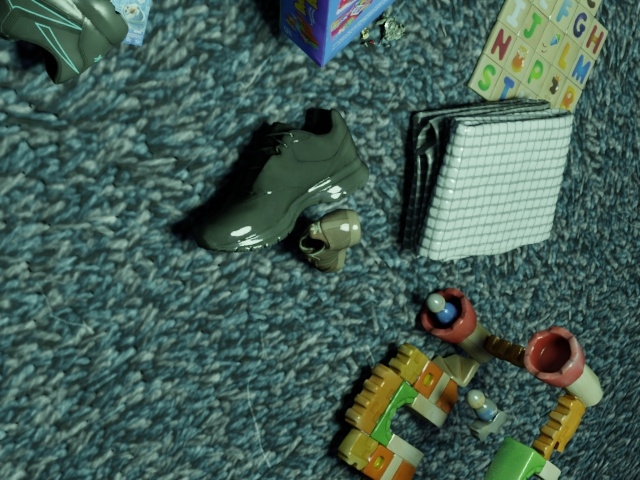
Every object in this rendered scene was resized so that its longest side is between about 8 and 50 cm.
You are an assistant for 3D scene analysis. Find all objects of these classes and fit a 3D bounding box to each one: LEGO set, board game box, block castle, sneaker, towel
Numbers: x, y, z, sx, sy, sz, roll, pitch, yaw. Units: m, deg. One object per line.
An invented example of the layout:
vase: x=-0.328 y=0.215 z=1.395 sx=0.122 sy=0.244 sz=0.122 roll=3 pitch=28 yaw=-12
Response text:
LEGO set: x=0.093 y=-0.294 z=1.511 sx=0.083 sy=0.023 sz=0.054 roll=-38 pitch=129 yaw=-27
board game box: x=-0.234 y=-0.272 z=1.212 sx=0.090 sy=0.020 sz=0.090 roll=4 pitch=103 yaw=-44
block castle: x=0.197 y=0.313 z=1.660 sx=0.213 sy=0.303 sz=0.453 roll=41 pitch=77 yaw=-44
sneaker: x=-0.313 y=-0.266 z=1.084 sx=0.106 sy=0.101 sz=0.267 roll=-46 pitch=126 yaw=-1
sneaker: x=0.000 y=0.000 z=1.474 sx=0.071 sy=0.188 sz=0.066 roll=-6 pitch=72 yaw=-14
sneaker: x=-0.062 y=-0.081 z=1.411 sx=0.286 sy=0.109 sz=0.130 roll=-36 pitch=119 yaw=-36
towel: x=0.254 y=-0.097 z=1.678 sx=0.284 sy=0.121 sz=0.235 roll=-10 pitch=120 yaw=-36
board game box: x=0.100 y=-0.387 z=1.276 sx=0.347 sy=0.078 sz=0.233 roll=-44 pitch=171 yaw=-13

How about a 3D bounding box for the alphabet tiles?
alphabet tiles: x=0.367 y=-0.304 z=1.777 sx=0.285 sy=0.011 sz=0.342 roll=25 pitch=89 yaw=-46
